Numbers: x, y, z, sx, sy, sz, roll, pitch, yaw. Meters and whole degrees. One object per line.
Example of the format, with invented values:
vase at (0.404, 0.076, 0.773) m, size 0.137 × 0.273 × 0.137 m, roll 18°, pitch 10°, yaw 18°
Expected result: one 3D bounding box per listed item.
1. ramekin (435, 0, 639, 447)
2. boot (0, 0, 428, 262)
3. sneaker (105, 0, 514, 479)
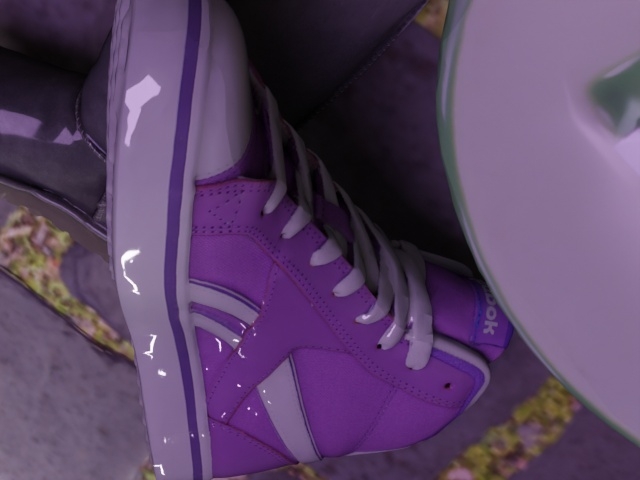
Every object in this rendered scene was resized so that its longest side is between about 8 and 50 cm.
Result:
ramekin at (0.183, -0.053, 0.448) m, size 0.303 × 0.148 × 0.303 m, roll 12°, pitch 123°, yaw 19°
boot at (-0.077, -0.090, 0.598) m, size 0.190 × 0.076 × 0.208 m, roll 28°, pitch 135°, yaw -10°
sneaker at (0.000, -0.001, 0.568) m, size 0.161 × 0.102 × 0.282 m, roll -3°, pitch 146°, yaw -1°
